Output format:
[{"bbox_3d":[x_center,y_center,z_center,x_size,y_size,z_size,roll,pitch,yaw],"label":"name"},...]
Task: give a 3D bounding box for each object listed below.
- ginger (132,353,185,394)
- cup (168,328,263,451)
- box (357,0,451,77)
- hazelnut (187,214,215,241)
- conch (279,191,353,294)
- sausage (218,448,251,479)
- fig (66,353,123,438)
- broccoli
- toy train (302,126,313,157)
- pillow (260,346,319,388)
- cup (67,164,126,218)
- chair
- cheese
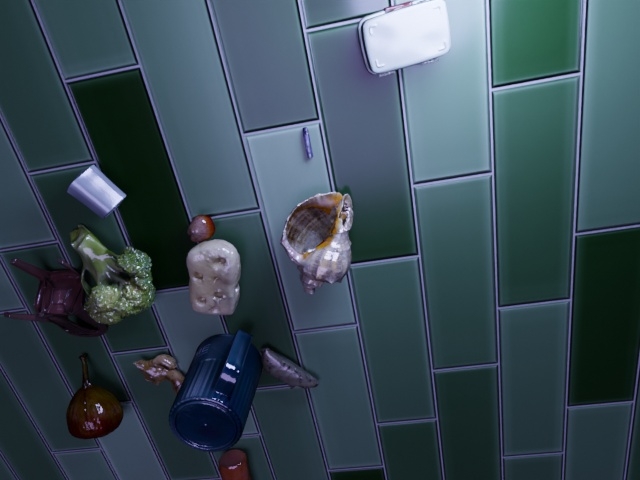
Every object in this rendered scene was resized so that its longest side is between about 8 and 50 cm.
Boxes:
[{"bbox_3d":[-0.552,0.484,1.579,0.132,0.059,0.214,-24,112,6],"label":"ginger"},{"bbox_3d":[-0.305,0.472,1.426,0.307,0.292,0.242,-30,109,17],"label":"cup"},{"bbox_3d":[0.197,-0.477,1.048,0.210,0.129,0.148,-13,114,9],"label":"box"},{"bbox_3d":[-0.354,-0.035,1.316,0.086,0.086,0.087,1,115,3],"label":"hazelnut"},{"bbox_3d":[-0.001,0.007,1.274,0.209,0.159,0.292,20,76,4],"label":"conch"},{"bbox_3d":[-0.326,0.944,1.743,0.113,0.114,0.259,-3,113,5],"label":"sausage"},{"bbox_3d":[-0.834,0.569,1.589,0.190,0.190,0.290,-32,92,17],"label":"fig"},{"bbox_3d":[-0.631,0.116,1.344,0.253,0.186,0.302,-5,121,16],"label":"broccoli"},{"bbox_3d":[-0.036,-0.268,1.221,0.017,0.017,0.083,-9,113,7],"label":"toy train"},{"bbox_3d":[-0.120,0.454,1.536,0.241,0.051,0.093,36,107,-13],"label":"pillow"},{"bbox_3d":[-0.648,-0.134,1.284,0.129,0.095,0.128,45,146,-18],"label":"cup"},{"bbox_3d":[-0.824,0.193,1.434,0.175,0.183,0.326,-1,159,3],"label":"chair"},{"bbox_3d":[-0.326,0.117,1.367,0.158,0.093,0.263,5,121,-3],"label":"cheese"}]
